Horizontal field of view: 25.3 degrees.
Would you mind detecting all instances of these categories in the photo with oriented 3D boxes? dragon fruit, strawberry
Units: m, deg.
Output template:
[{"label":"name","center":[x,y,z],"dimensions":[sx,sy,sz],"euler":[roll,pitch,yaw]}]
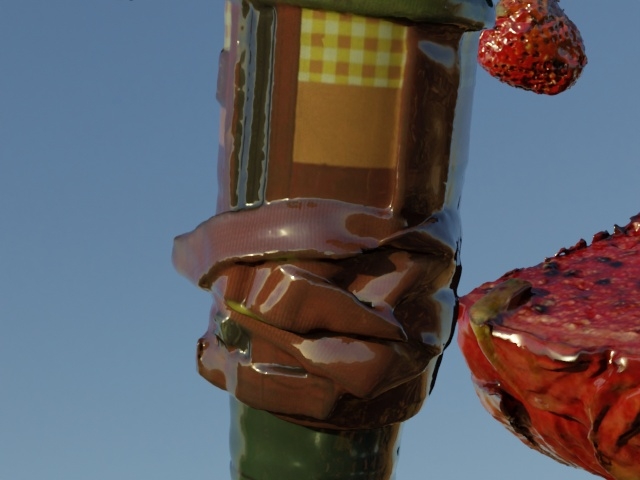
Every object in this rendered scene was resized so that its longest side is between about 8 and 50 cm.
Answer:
[{"label":"dragon fruit","center":[0.285,0.089,1.162],"dimensions":[0.302,0.240,0.330],"euler":[12,-5,-33]},{"label":"strawberry","center":[0.169,-0.159,1.147],"dimensions":[0.083,0.096,0.083],"euler":[-39,-12,-10]}]

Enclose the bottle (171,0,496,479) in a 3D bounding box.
[{"label":"bottle","center":[0.000,0.000,0.693],"dimensions":[0.143,0.271,0.156],"euler":[5,9,-3]}]
